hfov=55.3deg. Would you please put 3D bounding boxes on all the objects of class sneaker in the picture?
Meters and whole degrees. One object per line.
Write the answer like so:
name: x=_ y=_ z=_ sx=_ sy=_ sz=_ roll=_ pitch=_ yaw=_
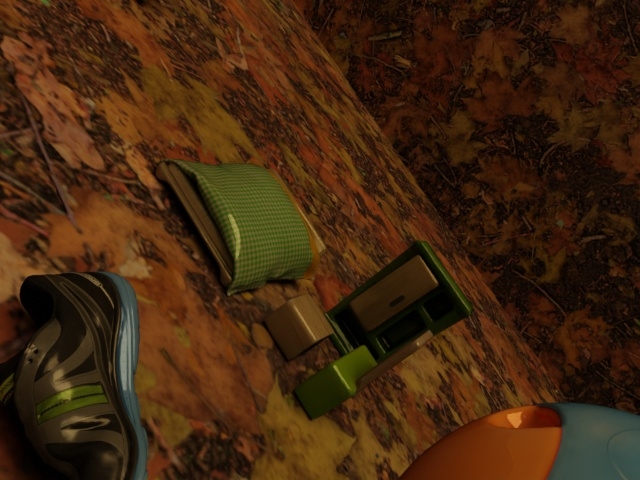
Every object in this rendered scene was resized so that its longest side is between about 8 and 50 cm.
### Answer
sneaker: x=-0.137 y=0.094 z=0.324 sx=0.078 sy=0.067 sz=0.188 roll=11 pitch=43 yaw=-32

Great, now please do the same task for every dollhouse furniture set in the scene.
dollhouse furniture set: x=0.000 y=0.000 z=0.646 sx=0.302 sy=0.151 sz=0.197 roll=56 pitch=19 yaw=11

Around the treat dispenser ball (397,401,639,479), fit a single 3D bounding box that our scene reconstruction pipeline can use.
treat dispenser ball: x=0.161 y=0.247 z=0.375 sx=0.288 sy=0.288 sz=0.288 roll=45 pitch=20 yaw=-22
